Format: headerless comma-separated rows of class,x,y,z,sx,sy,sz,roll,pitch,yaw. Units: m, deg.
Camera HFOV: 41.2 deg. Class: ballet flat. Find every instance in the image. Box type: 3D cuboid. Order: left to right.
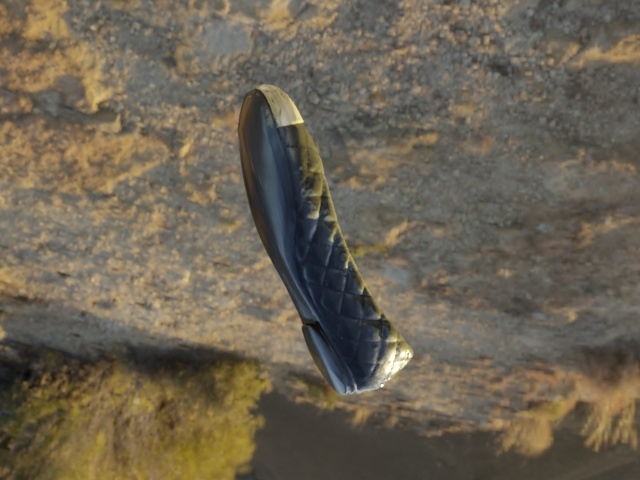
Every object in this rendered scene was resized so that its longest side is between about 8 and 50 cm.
ballet flat,0.000,0.000,0.446,0.057,0.049,0.173,12,125,61
